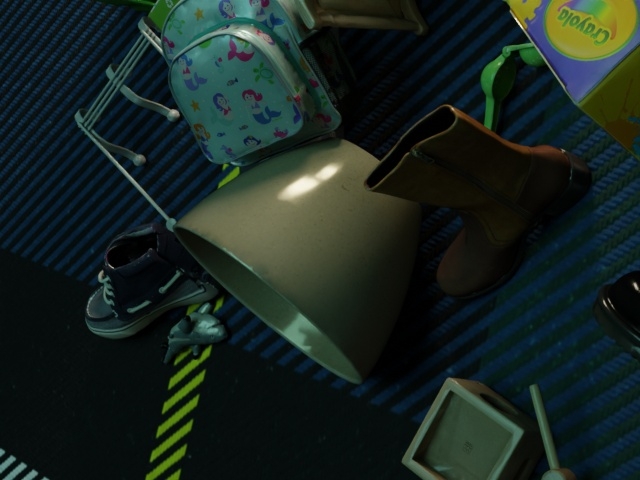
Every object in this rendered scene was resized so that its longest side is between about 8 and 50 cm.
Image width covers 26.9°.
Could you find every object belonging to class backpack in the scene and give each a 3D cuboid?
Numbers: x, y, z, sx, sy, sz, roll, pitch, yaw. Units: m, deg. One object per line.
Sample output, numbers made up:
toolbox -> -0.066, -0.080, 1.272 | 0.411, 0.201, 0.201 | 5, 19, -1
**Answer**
backpack -> -0.094, -0.239, 1.816 | 0.225, 0.191, 0.253 | -19, 101, 34

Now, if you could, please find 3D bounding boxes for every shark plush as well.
shark plush -> -0.216, 0.165, 2.163 | 0.161, 0.073, 0.067 | -37, 88, 28

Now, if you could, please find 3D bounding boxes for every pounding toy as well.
pounding toy -> 0.237, 0.254, 1.646 | 0.206, 0.094, 0.181 | 34, 101, 35

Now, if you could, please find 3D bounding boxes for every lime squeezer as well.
lime squeezer -> 0.271, -0.213, 1.731 | 0.310, 0.059, 0.110 | -45, 52, 29

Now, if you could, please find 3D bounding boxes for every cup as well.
cup -> 0.000, 0.000, 1.816 | 0.237, 0.331, 0.331 | -51, 43, -11

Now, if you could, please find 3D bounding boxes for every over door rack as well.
over door rack -> -0.254, -0.181, 2.254 | 0.239, 0.108, 0.324 | -50, 64, 27

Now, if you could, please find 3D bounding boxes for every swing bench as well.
swing bench -> 0.117, -0.399, 1.767 | 0.255, 0.253, 0.165 | -29, 76, 38

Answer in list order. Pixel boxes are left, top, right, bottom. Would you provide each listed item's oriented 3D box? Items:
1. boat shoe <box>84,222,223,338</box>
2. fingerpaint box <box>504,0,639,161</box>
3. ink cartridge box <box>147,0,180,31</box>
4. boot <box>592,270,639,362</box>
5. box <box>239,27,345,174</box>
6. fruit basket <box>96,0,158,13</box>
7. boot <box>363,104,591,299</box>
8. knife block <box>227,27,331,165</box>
boat shoe -> -0.316, 0.059, 2.197 | 0.341, 0.158, 0.127 | -25, 50, 38
fingerpaint box -> 0.339, -0.205, 1.337 | 0.163, 0.371, 0.444 | -44, 34, 18
ink cartridge box -> -0.128, -0.417, 2.045 | 0.097, 0.189, 0.255 | 47, 141, 2
boot -> 0.475, 0.044, 1.402 | 0.348, 0.131, 0.260 | 30, 110, 35
box -> -0.049, -0.225, 2.066 | 0.183, 0.059, 0.232 | -19, 67, 43
fruit basket -> -0.316, -0.538, 2.191 | 0.392, 0.392, 0.282 | -6, 77, 46
boot -> 0.163, -0.035, 1.639 | 0.264, 0.280, 0.096 | -40, 55, 33
knife block -> -0.076, -0.268, 2.016 | 0.275, 0.242, 0.088 | 83, 161, -49
